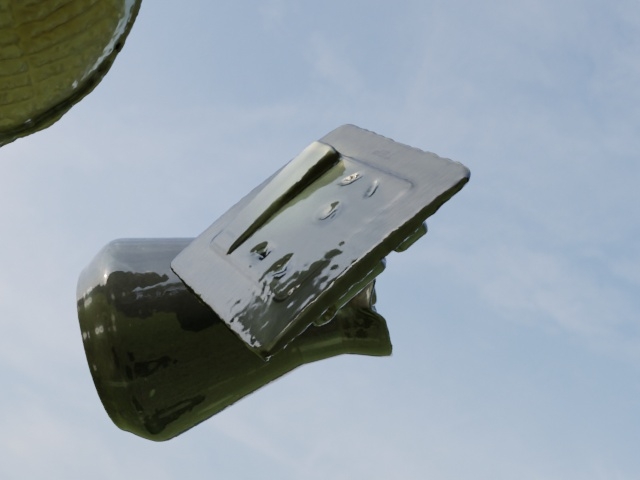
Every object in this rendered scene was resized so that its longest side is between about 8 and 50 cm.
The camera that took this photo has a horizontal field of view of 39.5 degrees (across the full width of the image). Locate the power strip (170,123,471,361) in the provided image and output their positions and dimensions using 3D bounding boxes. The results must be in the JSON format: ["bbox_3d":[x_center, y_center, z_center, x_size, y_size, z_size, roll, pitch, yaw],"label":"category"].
[{"bbox_3d":[0.000,0.000,0.879,0.251,0.257,0.092,36,-15,53],"label":"power strip"}]

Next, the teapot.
[{"bbox_3d":[-0.101,0.089,1.119,0.343,0.300,0.254,-13,-81,-1],"label":"teapot"}]

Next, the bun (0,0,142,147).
[{"bbox_3d":[-0.359,-0.274,0.854,0.202,0.364,0.364,48,-16,39],"label":"bun"}]
